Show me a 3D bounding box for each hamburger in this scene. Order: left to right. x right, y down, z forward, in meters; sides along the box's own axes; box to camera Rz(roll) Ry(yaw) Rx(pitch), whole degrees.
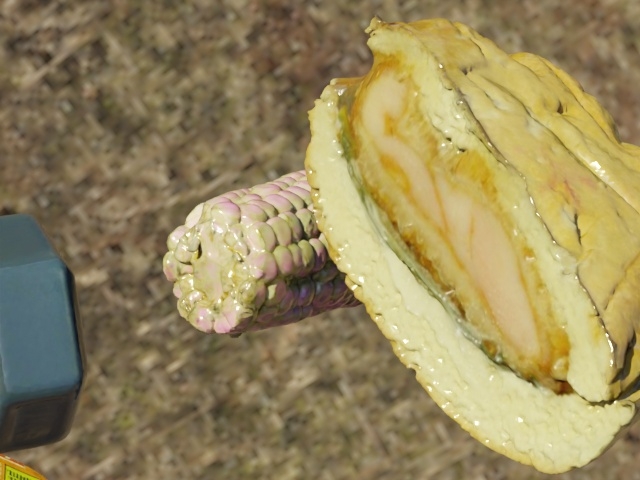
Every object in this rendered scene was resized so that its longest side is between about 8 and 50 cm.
[{"bbox_3d":[0.150,0.007,1.256,0.209,0.162,0.330,0,45,-43],"label":"hamburger"}]

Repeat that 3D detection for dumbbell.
[{"bbox_3d":[-0.317,0.077,1.207,0.324,0.144,0.160,-7,90,-22],"label":"dumbbell"}]

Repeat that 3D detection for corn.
[{"bbox_3d":[0.002,0.001,1.391,0.335,0.126,0.127,-20,79,-55],"label":"corn"}]

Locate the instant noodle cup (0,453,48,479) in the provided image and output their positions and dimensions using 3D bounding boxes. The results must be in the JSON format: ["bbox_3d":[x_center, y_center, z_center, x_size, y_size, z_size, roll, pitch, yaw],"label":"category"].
[{"bbox_3d":[-0.246,0.242,1.145,0.168,0.185,0.168,36,28,-23],"label":"instant noodle cup"}]
